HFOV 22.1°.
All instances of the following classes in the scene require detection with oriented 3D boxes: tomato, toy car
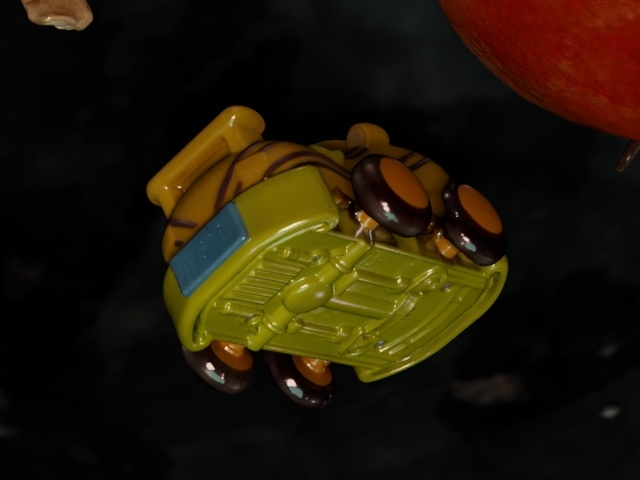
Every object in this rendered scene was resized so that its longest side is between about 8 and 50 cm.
[{"bbox_3d":[0.216,-0.162,0.964,0.309,0.170,0.309,-6,133,-6],"label":"tomato"},{"bbox_3d":[0.000,0.000,1.091,0.200,0.142,0.248,-40,146,25],"label":"toy car"}]

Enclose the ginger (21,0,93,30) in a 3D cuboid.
[{"bbox_3d":[-0.204,-0.234,0.897,0.089,0.075,0.288,-32,128,-12],"label":"ginger"}]
